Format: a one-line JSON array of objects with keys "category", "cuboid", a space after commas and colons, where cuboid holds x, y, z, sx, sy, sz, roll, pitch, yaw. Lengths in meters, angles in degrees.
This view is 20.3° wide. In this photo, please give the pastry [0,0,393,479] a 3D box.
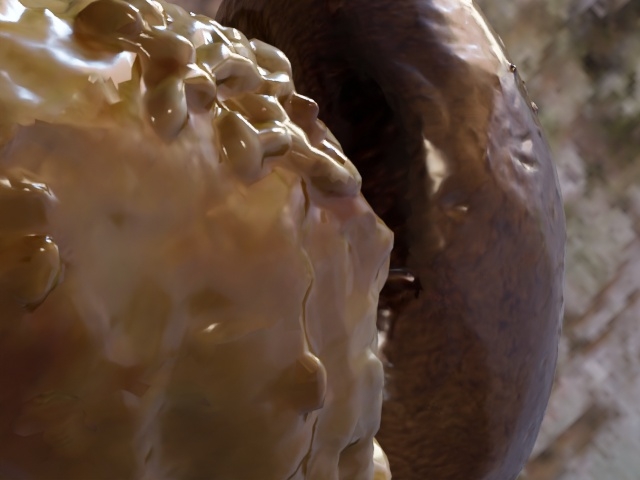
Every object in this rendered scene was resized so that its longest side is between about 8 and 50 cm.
[{"category": "pastry", "cuboid": [-0.094, 0.019, 0.529, 0.162, 0.255, 0.311, -55, -27, -34]}]

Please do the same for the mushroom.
[{"category": "mushroom", "cuboid": [0.024, -0.005, 0.999, 0.239, 0.345, 0.345, -31, -6, -30]}]
